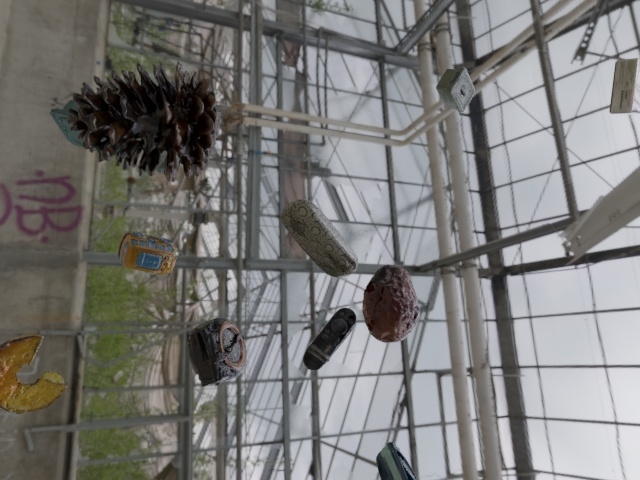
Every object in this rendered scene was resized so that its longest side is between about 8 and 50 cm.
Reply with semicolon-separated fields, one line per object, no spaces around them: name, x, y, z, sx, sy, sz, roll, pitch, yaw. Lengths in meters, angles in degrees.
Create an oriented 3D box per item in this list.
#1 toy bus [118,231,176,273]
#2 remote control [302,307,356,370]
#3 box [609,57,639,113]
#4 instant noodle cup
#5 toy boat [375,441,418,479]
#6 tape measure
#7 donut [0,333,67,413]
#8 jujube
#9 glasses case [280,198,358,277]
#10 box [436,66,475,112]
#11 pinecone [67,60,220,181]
toy bus;-0.653;0.056;1.735;0.136;0.210;0.126;42;-67;56
remote control;0.032;0.348;1.596;0.090;0.266;0.066;35;-29;15
box;0.792;-0.393;1.171;0.051;0.129;0.130;12;-71;42
instant noodle cup;-0.585;-0.295;1.188;0.157;0.179;0.070;110;-4;-69
toy boat;0.184;0.545;0.930;0.096;0.062;0.299;55;1;-18
tape measure;-0.327;0.350;1.440;0.202;0.135;0.223;70;16;11
donut;-0.670;0.298;1.022;0.078;0.146;0.181;22;-48;59
jujube;0.241;0.211;1.550;0.290;0.197;0.197;-74;-173;-47
glasses case;0.000;0.000;1.607;0.137;0.354;0.085;-25;-150;29
box;0.551;-0.622;1.871;0.093;0.172;0.124;29;-95;40
pinecone;-0.345;-0.234;0.911;0.246;0.292;0.246;176;-90;-70
